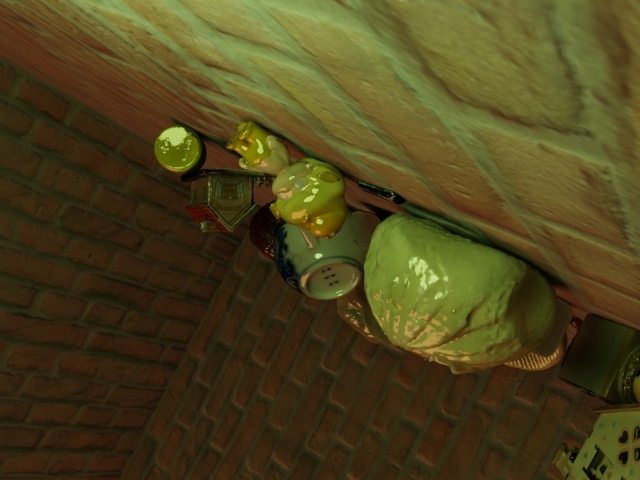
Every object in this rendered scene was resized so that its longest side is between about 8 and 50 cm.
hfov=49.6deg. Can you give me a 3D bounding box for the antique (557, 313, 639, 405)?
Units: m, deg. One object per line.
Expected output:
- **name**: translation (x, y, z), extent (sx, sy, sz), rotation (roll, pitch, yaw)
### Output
- **antique**: translation (0.580, 0.249, 1.351), extent (0.147, 0.151, 0.148), rotation (27, 176, -28)

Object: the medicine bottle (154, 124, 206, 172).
- **medicine bottle**: translation (-0.361, -0.231, 1.834), extent (0.122, 0.121, 0.212), rotation (27, 179, -2)

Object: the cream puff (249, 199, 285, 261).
- **cream puff**: translation (-0.080, -0.027, 2.230), extent (0.303, 0.212, 0.303), rotation (28, -173, -4)

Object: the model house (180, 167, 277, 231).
- **model house**: translation (-0.224, -0.095, 1.737), extent (0.207, 0.153, 0.294), rotation (1, 180, -25)

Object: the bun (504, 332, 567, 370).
- **bun**: translation (0.517, 0.227, 1.763), extent (0.222, 0.222, 0.127), rotation (27, -142, 10)

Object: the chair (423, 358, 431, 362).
- **chair**: translation (0.410, 0.248, 1.953), extent (0.275, 0.203, 0.190), rotation (-24, 91, 50)

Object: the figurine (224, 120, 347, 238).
- **figurine**: translation (-0.046, -0.102, 1.169), extent (0.156, 0.131, 0.246), rotation (-28, 119, 38)

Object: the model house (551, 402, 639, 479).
- **model house**: translation (0.585, 0.407, 1.242), extent (0.169, 0.244, 0.326), rotation (19, -167, -7)

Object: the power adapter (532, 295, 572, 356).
- **power adapter**: translation (0.414, 0.155, 1.473), extent (0.130, 0.125, 0.205), rotation (27, 178, -11)

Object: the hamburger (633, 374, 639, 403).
- **hamburger**: translation (0.552, 0.215, 1.037), extent (0.175, 0.136, 0.175), rotation (27, -178, -1)

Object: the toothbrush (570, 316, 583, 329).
- **toothbrush**: translation (0.597, 0.195, 1.598), extent (0.031, 0.023, 0.321), rotation (29, 180, 44)

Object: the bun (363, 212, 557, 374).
- **bun**: translation (0.229, 0.107, 1.230), extent (0.349, 0.227, 0.352), rotation (26, 180, -15)

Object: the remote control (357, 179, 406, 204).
- **remote control**: translation (0.100, -0.079, 1.159), extent (0.039, 0.014, 0.096), rotation (28, 179, -43)

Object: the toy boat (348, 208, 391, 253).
- **toy boat**: translation (0.201, 0.010, 1.505), extent (0.282, 0.096, 0.206), rotation (13, -167, -34)

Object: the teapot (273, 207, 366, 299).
- **teapot**: translation (0.000, 0.000, 1.780), extent (0.424, 0.253, 0.280), rotation (58, -168, -49)

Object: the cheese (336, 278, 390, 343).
- **cheese**: translation (0.210, 0.169, 2.215), extent (0.327, 0.317, 0.115), rotation (-9, -169, -26)
